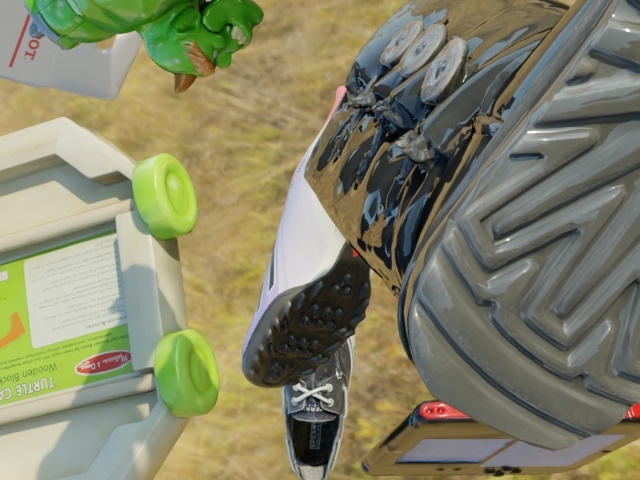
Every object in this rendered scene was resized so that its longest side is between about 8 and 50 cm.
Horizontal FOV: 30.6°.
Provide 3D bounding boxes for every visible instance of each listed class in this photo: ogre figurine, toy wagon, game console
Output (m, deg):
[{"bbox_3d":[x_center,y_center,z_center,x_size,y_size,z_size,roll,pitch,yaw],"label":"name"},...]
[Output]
[{"bbox_3d":[-0.049,-0.123,0.425,0.197,0.097,0.118,18,61,46],"label":"ogre figurine"},{"bbox_3d":[-0.195,0.096,0.790,0.267,0.068,0.345,-15,75,20],"label":"toy wagon"},{"bbox_3d":[0.257,0.284,1.655,0.386,0.341,0.060,114,151,-66],"label":"game console"}]

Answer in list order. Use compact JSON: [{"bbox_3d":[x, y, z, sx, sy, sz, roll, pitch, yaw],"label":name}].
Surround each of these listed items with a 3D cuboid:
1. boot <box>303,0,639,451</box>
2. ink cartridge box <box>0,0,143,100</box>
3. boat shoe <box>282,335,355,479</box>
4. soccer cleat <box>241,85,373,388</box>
[{"bbox_3d":[0.152,-0.110,0.653,0.367,0.146,0.445,-43,10,6],"label":"boot"},{"bbox_3d":[-0.334,-0.280,1.119,0.207,0.353,0.119,-56,31,37],"label":"ink cartridge box"},{"bbox_3d":[-0.009,0.223,1.696,0.102,0.108,0.301,-82,-3,-63],"label":"boat shoe"},{"bbox_3d":[0.000,0.000,1.157,0.116,0.108,0.318,47,118,46],"label":"soccer cleat"}]
